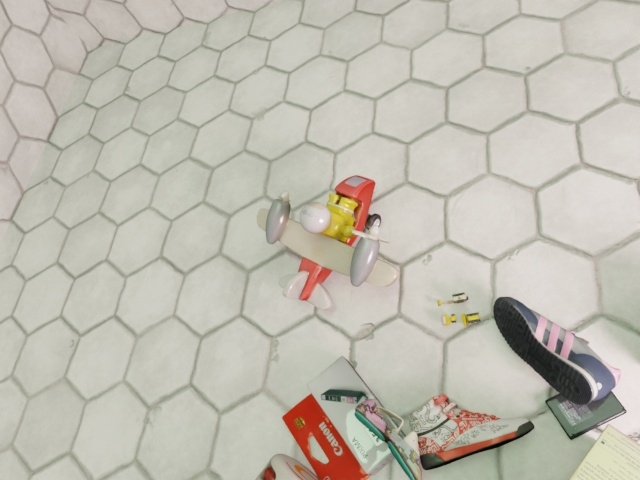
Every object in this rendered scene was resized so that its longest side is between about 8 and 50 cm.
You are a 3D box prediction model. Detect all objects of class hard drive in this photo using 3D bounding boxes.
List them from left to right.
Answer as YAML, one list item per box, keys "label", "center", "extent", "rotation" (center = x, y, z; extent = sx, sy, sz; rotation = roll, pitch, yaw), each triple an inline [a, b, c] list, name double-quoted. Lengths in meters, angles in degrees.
- label: "hard drive"
  center: [0.594, 0.372, 1.131]
  extent: [0.135, 0.022, 0.094]
  rotation: [-29, 55, 5]

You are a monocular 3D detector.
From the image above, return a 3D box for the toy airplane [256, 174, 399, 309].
- label: "toy airplane"
  center: [0.000, 0.000, 1.439]
  extent: [0.387, 0.272, 0.384]
  rotation: [-18, 57, 12]

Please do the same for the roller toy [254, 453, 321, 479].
- label: "roller toy"
  center: [-0.075, 0.610, 1.170]
  extent: [0.209, 0.191, 0.146]
  rotation: [32, 78, 33]

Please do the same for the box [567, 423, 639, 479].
- label: "box"
  center: [0.530, 0.502, 0.966]
  extent: [0.117, 0.213, 0.243]
  rotation: [36, 79, 34]

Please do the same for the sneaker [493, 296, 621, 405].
- label: "sneaker"
  center: [0.548, 0.243, 1.190]
  extent: [0.131, 0.112, 0.319]
  rotation: [-11, 41, -22]

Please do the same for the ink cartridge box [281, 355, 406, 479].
- label: "ink cartridge box"
  center: [0.048, 0.474, 1.279]
  extent: [0.239, 0.060, 0.275]
  rotation: [-39, 55, -4]

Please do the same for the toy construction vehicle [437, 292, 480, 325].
- label: "toy construction vehicle"
  center: [0.365, 0.186, 1.331]
  extent: [0.098, 0.035, 0.085]
  rotation: [-17, 68, 16]

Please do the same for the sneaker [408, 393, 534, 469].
- label: "sneaker"
  center: [0.338, 0.418, 1.170]
  extent: [0.270, 0.090, 0.144]
  rotation: [-25, 58, 11]

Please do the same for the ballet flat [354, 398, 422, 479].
- label: "ballet flat"
  center: [0.173, 0.452, 1.168]
  extent: [0.079, 0.076, 0.221]
  rotation: [-34, 52, -19]
